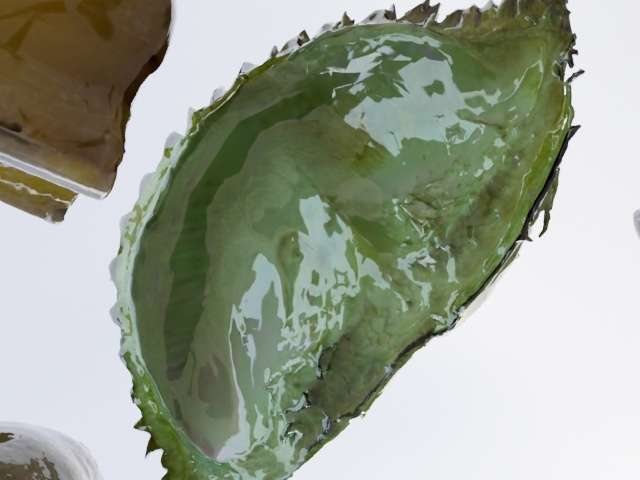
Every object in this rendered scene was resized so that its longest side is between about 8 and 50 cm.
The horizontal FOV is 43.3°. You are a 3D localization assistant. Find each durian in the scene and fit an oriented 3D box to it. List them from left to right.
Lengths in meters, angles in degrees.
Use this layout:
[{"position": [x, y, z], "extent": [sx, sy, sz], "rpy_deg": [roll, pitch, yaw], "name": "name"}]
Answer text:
[{"position": [-0.008, -0.006, 0.489], "extent": [0.163, 0.394, 0.198], "rpy_deg": [34, -153, -29], "name": "durian"}]

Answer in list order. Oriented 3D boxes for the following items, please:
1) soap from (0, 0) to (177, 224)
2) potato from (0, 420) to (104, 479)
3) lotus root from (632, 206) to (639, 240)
[{"position": [-0.214, -0.167, 0.412], "extent": [0.281, 0.143, 0.259], "rpy_deg": [26, -125, -29], "name": "soap"}, {"position": [-0.244, 0.217, 0.566], "extent": [0.164, 0.262, 0.165], "rpy_deg": [0, -87, -1], "name": "potato"}, {"position": [0.404, -0.006, 0.781], "extent": [0.113, 0.192, 0.088], "rpy_deg": [-53, -42, -7], "name": "lotus root"}]
